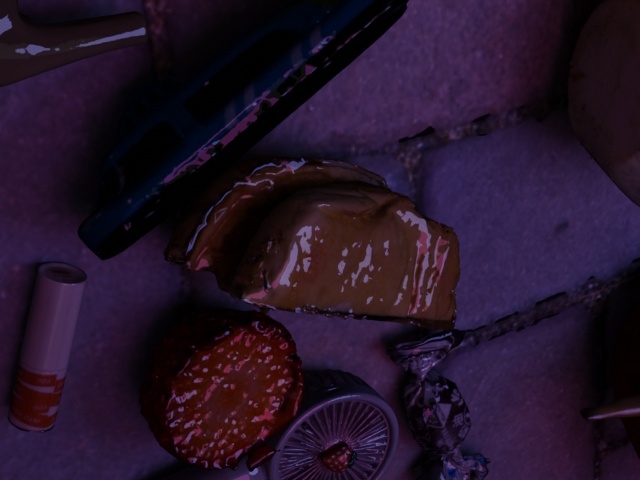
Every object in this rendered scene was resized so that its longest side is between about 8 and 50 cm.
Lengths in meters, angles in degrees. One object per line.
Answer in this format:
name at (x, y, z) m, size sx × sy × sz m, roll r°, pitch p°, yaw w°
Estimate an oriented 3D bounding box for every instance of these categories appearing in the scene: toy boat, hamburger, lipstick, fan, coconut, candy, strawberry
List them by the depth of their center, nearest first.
toy boat at (-0.072, -0.112, 0.962) m, size 0.299 × 0.134 × 0.092 m, roll -40°, pitch 93°, yaw -4°
lipstick at (-0.211, 0.083, 1.015) m, size 0.038 × 0.038 × 0.130 m, roll 3°, pitch 113°, yaw -33°
hamburger at (0.000, 0.000, 1.047) m, size 0.262 × 0.124 × 0.131 m, roll 10°, pitch 95°, yaw -47°
strawberry at (-0.082, 0.115, 1.079) m, size 0.145 × 0.086 × 0.145 m, roll -9°, pitch 116°, yaw -20°
coconut at (0.337, -0.133, 1.126) m, size 0.241 × 0.241 × 0.241 m, roll -15°, pitch 123°, yaw -25°
fan at (-0.047, 0.202, 1.161) m, size 0.244 × 0.074 × 0.130 m, roll -24°, pitch 127°, yaw -17°
candy at (0.116, 0.168, 1.262) m, size 0.094 × 0.051 × 0.226 m, roll -38°, pitch 132°, yaw -22°

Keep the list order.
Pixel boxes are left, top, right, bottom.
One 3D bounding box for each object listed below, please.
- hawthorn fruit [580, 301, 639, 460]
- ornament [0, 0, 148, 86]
hawthorn fruit at (0.404, 0.154, 1.289) m, size 0.330 × 0.287 × 0.287 m, roll -2°, pitch 117°, yaw -18°
ornament at (-0.233, -0.152, 0.854) m, size 0.245 × 0.061 × 0.230 m, roll -19°, pitch 124°, yaw -24°
